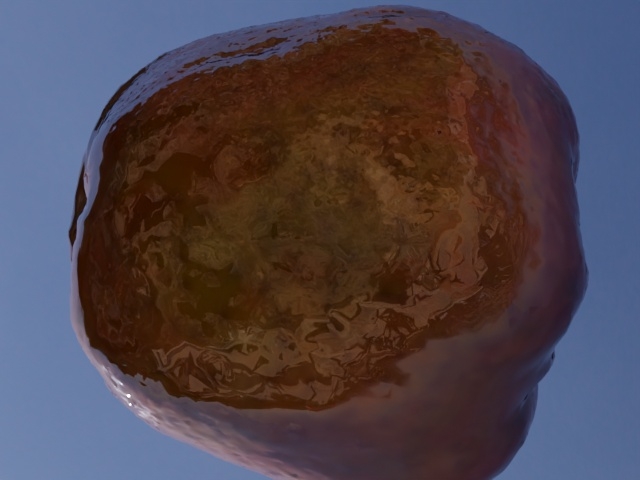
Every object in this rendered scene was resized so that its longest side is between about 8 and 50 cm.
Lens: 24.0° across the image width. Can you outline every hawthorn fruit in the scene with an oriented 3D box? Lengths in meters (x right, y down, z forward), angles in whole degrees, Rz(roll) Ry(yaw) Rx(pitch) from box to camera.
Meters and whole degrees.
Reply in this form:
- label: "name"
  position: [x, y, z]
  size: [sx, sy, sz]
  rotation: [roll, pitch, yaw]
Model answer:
- label: "hawthorn fruit"
  position: [0.000, 0.000, 1.313]
  size: [0.471, 0.472, 0.472]
  rotation: [-6, -114, 13]
